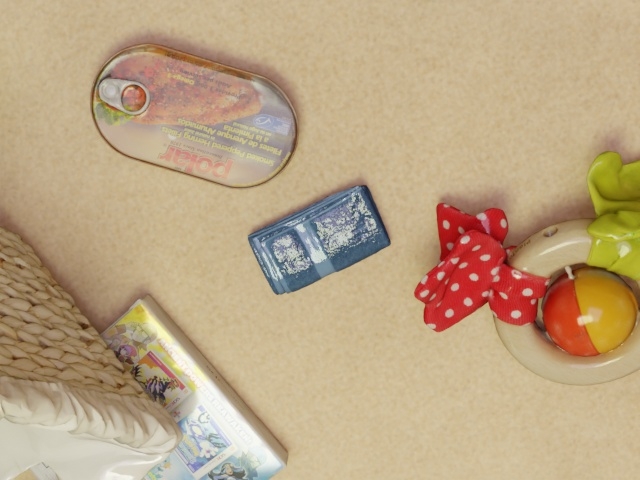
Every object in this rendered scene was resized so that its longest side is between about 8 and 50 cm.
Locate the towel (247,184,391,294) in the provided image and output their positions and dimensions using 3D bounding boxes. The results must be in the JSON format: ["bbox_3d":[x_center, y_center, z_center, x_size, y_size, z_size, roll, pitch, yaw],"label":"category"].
[{"bbox_3d":[0.000,0.000,1.219,0.119,0.029,0.067,-25,97,4],"label":"towel"}]

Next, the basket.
[{"bbox_3d":[-0.351,0.149,1.075,0.328,0.331,0.266,-40,68,6],"label":"basket"}]

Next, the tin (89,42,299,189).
[{"bbox_3d":[-0.112,-0.111,1.205,0.189,0.040,0.106,17,94,-1],"label":"tin"}]

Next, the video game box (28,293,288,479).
[{"bbox_3d":[-0.165,0.185,1.238,0.187,0.048,0.205,-40,94,9],"label":"video game box"}]

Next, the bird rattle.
[{"bbox_3d":[0.218,0.045,1.175,0.253,0.143,0.207,-26,112,8],"label":"bird rattle"}]
